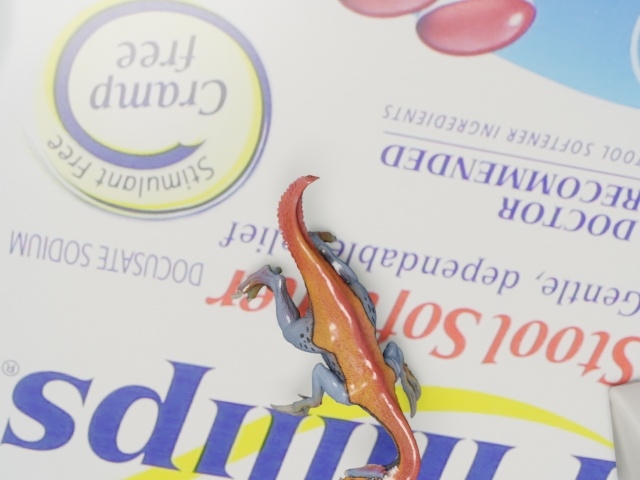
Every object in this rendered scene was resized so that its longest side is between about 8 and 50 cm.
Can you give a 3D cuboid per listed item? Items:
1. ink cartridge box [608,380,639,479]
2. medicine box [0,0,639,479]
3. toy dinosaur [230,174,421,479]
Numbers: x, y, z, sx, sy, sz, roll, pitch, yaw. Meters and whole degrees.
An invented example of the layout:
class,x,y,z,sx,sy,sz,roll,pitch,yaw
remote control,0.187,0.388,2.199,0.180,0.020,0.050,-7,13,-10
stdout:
class,x,y,z,sx,sy,sz,roll,pitch,yaw
ink cartridge box,0.215,0.089,0.441,0.219,0.160,0.092,-13,108,-2
medicine box,0.000,0.000,0.557,0.264,0.149,0.289,10,104,-8
toy dinosaur,0.005,0.039,0.454,0.047,0.090,0.082,-30,62,-6
